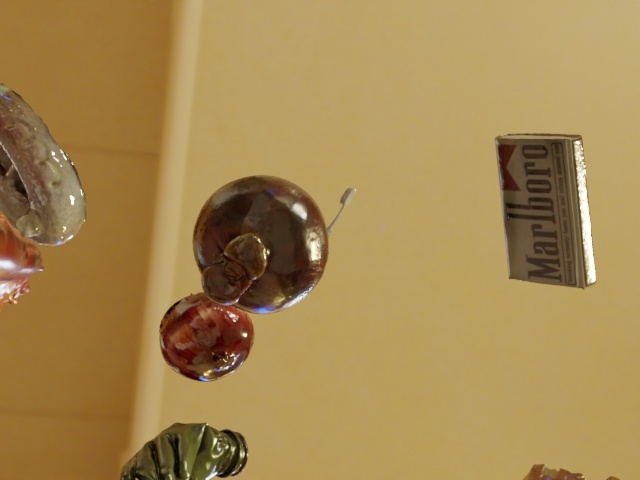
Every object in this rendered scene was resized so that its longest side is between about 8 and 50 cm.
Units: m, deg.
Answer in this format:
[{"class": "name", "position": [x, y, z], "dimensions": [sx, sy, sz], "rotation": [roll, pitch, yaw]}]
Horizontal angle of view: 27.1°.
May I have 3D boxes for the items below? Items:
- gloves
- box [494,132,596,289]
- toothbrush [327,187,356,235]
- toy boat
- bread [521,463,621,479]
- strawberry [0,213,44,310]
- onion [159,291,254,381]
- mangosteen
[{"class": "gloves", "position": [-0.210, 0.333, 1.992], "dimensions": [0.268, 0.107, 0.135], "rotation": [-4, 122, -63]}, {"class": "box", "position": [0.260, -0.035, 1.546], "dimensions": [0.115, 0.036, 0.177], "rotation": [6, -72, 50]}, {"class": "toothbrush", "position": [0.000, 0.000, 1.768], "dimensions": [0.014, 0.011, 0.167], "rotation": [21, -103, 51]}, {"class": "toy boat", "position": [-0.397, -0.087, 1.717], "dimensions": [0.227, 0.085, 0.155], "rotation": [54, -40, 4]}, {"class": "bread", "position": [0.329, 0.358, 1.703], "dimensions": [0.125, 0.156, 0.086], "rotation": [-93, -157, -45]}, {"class": "strawberry", "position": [-0.254, 0.012, 0.794], "dimensions": [0.228, 0.098, 0.174], "rotation": [-35, 162, -53]}, {"class": "onion", "position": [-0.152, 0.128, 1.773], "dimensions": [0.131, 0.131, 0.131], "rotation": [-174, -90, -82]}, {"class": "mangosteen", "position": [-0.065, 0.008, 1.385], "dimensions": [0.152, 0.152, 0.152], "rotation": [-174, -90, -82]}]
